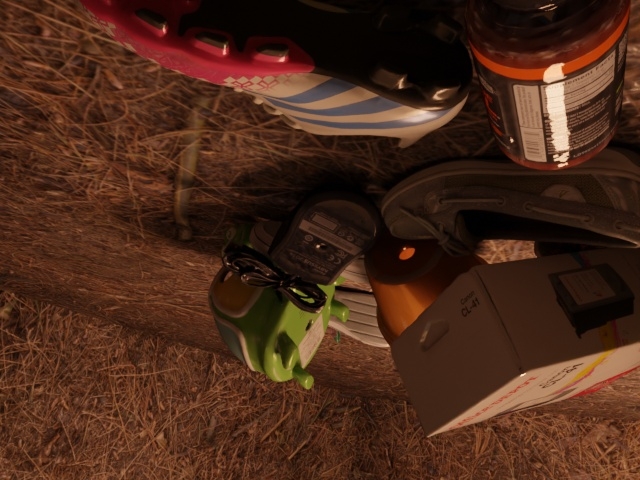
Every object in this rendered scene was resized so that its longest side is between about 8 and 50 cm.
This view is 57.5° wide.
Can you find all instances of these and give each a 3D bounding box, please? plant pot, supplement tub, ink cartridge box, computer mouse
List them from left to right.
[{"bbox_3d":[-0.012,-0.005,0.870,0.188,0.072,0.272,31,135,-17],"label":"computer mouse"},{"bbox_3d":[0.161,0.067,0.891,0.205,0.205,0.188,-3,140,34],"label":"plant pot"},{"bbox_3d":[0.276,0.121,0.727,0.306,0.131,0.226,-7,149,-26],"label":"ink cartridge box"},{"bbox_3d":[0.165,-0.140,0.425,0.106,0.106,0.198,1,157,25],"label":"supplement tub"}]

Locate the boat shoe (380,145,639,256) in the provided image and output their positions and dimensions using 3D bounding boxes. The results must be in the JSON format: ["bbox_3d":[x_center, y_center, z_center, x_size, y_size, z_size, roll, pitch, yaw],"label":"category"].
[{"bbox_3d":[0.211,-0.031,0.697,0.320,0.103,0.118,-4,155,35],"label":"boat shoe"}]

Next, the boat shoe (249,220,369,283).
[{"bbox_3d":[0.000,0.000,0.962,0.226,0.083,0.076,15,132,-10],"label":"boat shoe"}]

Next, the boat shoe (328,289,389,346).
[{"bbox_3d":[0.059,0.160,1.336,0.302,0.109,0.094,20,175,0],"label":"boat shoe"}]

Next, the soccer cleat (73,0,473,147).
[{"bbox_3d":[-0.040,-0.148,0.490,0.331,0.116,0.143,15,160,-11],"label":"soccer cleat"}]

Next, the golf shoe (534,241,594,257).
[{"bbox_3d":[0.370,0.040,0.862,0.186,0.067,0.086,22,159,-28],"label":"golf shoe"}]

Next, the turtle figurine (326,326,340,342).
[{"bbox_3d":[-0.068,0.203,1.432,0.234,0.175,0.118,-2,134,9],"label":"turtle figurine"}]

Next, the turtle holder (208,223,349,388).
[{"bbox_3d":[-0.101,0.125,1.096,0.227,0.243,0.320,22,174,22],"label":"turtle holder"}]
